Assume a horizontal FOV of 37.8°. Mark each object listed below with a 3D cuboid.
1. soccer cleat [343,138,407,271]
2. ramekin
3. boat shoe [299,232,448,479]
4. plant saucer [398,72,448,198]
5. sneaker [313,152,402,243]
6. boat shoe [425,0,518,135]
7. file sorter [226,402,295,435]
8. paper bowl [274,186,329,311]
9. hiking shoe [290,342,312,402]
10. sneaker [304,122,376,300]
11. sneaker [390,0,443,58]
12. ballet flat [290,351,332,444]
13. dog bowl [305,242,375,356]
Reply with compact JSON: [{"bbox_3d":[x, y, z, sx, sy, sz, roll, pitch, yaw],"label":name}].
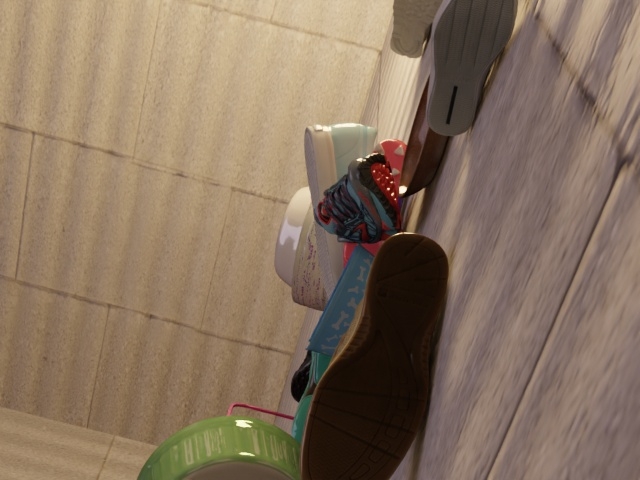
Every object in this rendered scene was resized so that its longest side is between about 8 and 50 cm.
[{"bbox_3d":[0.100,-0.044,1.528,0.095,0.083,0.248,17,-95,-70],"label":"soccer cleat"},{"bbox_3d":[-0.132,0.427,1.384,0.148,0.303,0.303,-146,71,-80],"label":"ramekin"},{"bbox_3d":[0.058,0.139,0.967,0.098,0.109,0.302,98,-169,-62],"label":"boat shoe"},{"bbox_3d":[0.152,-0.150,1.296,0.198,0.036,0.198,-166,90,-88],"label":"plant saucer"},{"bbox_3d":[0.051,-0.041,1.343,0.262,0.125,0.104,64,-165,-72],"label":"sneaker"},{"bbox_3d":[0.157,-0.219,1.029,0.226,0.083,0.075,107,176,-50],"label":"boat shoe"},{"bbox_3d":[-0.115,0.471,1.734,0.182,0.202,0.290,-90,15,-86],"label":"file sorter"},{"bbox_3d":[0.000,0.000,1.942,0.284,0.148,0.284,15,-90,-80],"label":"paper bowl"},{"bbox_3d":[0.009,0.240,1.905,0.227,0.086,0.114,-66,-5,32],"label":"hiking shoe"},{"bbox_3d":[0.070,-0.026,1.615,0.135,0.150,0.365,-138,40,-77],"label":"sneaker"},{"bbox_3d":[0.188,-0.452,1.785,0.235,0.090,0.094,113,-179,-64],"label":"sneaker"},{"bbox_3d":[0.012,0.275,1.633,0.087,0.083,0.247,51,-132,-57],"label":"ballet flat"},{"bbox_3d":[0.049,0.094,1.358,0.166,0.074,0.297,-64,-1,-1],"label":"dog bowl"}]
